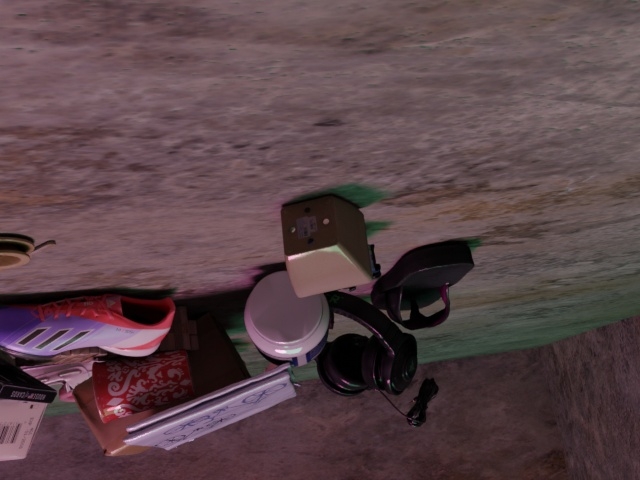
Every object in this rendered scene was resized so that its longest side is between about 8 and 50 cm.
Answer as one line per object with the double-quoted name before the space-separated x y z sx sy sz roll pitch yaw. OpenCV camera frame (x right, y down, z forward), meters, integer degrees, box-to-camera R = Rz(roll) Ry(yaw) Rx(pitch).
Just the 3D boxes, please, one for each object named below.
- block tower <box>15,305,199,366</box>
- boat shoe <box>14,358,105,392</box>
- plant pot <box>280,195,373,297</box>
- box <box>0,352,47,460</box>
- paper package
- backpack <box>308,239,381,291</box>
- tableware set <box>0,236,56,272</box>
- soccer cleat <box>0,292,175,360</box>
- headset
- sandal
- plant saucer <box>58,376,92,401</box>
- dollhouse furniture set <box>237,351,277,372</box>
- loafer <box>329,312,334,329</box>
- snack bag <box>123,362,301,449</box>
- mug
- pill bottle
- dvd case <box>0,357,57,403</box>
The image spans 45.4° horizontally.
"block tower" -0.400 0.176 1.421 0.336 0.090 0.097 5 159 -40
"boat shoe" -0.597 0.317 1.823 0.268 0.088 0.096 -1 162 -29
"plant pot" 0.000 0.000 1.011 0.109 0.109 0.096 -13 153 12
"box" -0.627 0.283 1.381 0.232 0.126 0.149 30 -169 39
"paper package" -0.328 0.324 1.685 0.325 0.168 0.309 -29 168 -8
"backpack" 0.017 0.034 1.164 0.114 0.084 0.105 -7 165 -30
"tableware set" -0.446 0.039 0.985 0.194 0.039 0.128 -20 162 35
"soccer cleat" -0.397 0.131 1.281 0.318 0.108 0.116 8 133 -39
"headset" 0.119 0.246 1.641 0.243 0.394 0.185 -14 -150 47
"sandal" 0.196 0.115 1.530 0.168 0.107 0.446 -8 165 -3
"plant saucer" -0.535 0.370 2.068 0.332 0.084 0.332 -8 165 -2
"dollhouse furniture set" -0.215 0.324 2.081 0.242 0.160 0.212 13 165 3
"loafer" -0.041 0.189 1.745 0.170 0.061 0.062 -21 162 37
"snack bag" -0.194 0.331 1.504 0.323 0.037 0.342 -22 163 -5
"mug" -0.327 0.251 1.423 0.169 0.150 0.113 -11 129 -8
"pill bottle" -0.059 0.144 1.394 0.153 0.153 0.264 -9 165 -3
"dvd case" -0.581 0.205 1.281 0.239 0.029 0.179 24 171 14
